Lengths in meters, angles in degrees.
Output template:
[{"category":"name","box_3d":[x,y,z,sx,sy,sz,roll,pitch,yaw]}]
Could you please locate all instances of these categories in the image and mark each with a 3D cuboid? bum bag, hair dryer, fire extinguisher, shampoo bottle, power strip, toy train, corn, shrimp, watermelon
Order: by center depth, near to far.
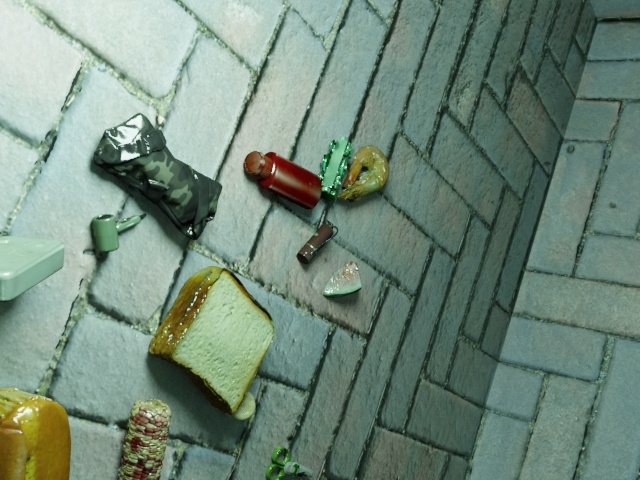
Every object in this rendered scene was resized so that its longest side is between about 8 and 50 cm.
[{"category":"power strip","box_3d":[-0.567,0.040,1.293,0.265,0.193,0.059,-86,180,-78]},{"category":"hair dryer","box_3d":[-0.417,-0.032,1.609,0.150,0.047,0.071,-36,128,-56]},{"category":"bum bag","box_3d":[-0.337,-0.139,1.637,0.340,0.095,0.144,43,67,-41]},{"category":"corn","box_3d":[-0.398,0.498,1.710,0.098,0.098,0.290,3,100,-53]},{"category":"shampoo bottle","box_3d":[-0.096,-0.162,1.976,0.260,0.064,0.102,24,72,-52]},{"category":"fire extinguisher","box_3d":[0.000,0.000,2.139,0.157,0.078,0.045,-49,129,-29]},{"category":"toy train","box_3d":[0.043,-0.202,2.140,0.105,0.071,0.178,73,34,-69]},{"category":"shrimp","box_3d":[0.124,-0.191,2.270,0.267,0.061,0.145,-40,119,-37]},{"category":"watermelon","box_3d":[0.077,0.126,2.296,0.180,0.081,0.094,-40,103,-48]}]

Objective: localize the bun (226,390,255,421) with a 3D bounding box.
[{"category":"bun","box_3d":[-0.212,0.424,1.970,0.086,0.054,0.086,7,77,-31]}]

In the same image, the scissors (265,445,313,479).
[{"category":"scissors","box_3d":[-0.083,0.663,2.225,0.204,0.027,0.101,35,73,-49]}]

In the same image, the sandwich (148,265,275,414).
[{"category":"sandwich","box_3d":[-0.249,0.229,1.841,0.301,0.099,0.271,54,52,-41]}]

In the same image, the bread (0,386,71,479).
[{"category":"bread","box_3d":[-0.569,0.422,1.409,0.204,0.156,0.288,0,97,-56]}]
